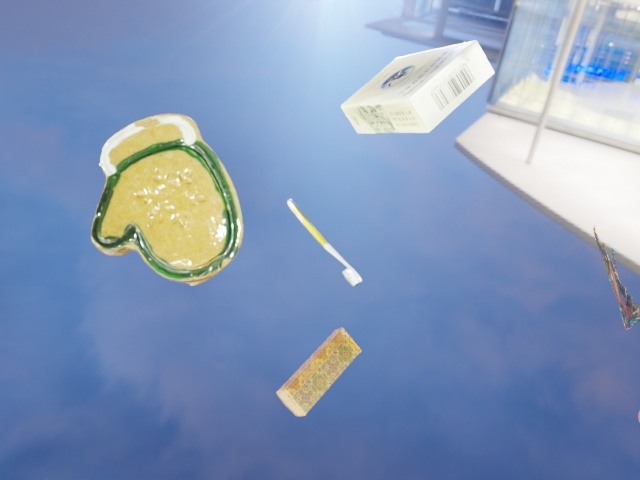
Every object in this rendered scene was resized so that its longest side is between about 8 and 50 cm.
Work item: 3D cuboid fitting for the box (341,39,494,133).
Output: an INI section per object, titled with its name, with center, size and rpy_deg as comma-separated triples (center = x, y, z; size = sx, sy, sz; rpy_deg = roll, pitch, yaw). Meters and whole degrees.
[box]
center = 0.163, -0.266, 1.117
size = 0.164, 0.069, 0.256
rpy_deg = -42, -158, -12

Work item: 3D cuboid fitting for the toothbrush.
[toothbrush]
center = 0.000, 0.000, 1.383
size = 0.024, 0.021, 0.288
rpy_deg = -30, -126, -15

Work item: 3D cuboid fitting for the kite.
[kite]
center = 0.640, 0.103, 1.335
size = 0.016, 0.234, 0.321
rpy_deg = -17, -150, 17

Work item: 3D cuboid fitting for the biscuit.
[biscuit]
center = -0.310, -0.071, 1.205
size = 0.287, 0.057, 0.344
rpy_deg = -25, -98, -8

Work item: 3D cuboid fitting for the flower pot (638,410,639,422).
[flower pot]
center = 0.709, 0.326, 1.185
size = 0.190, 0.173, 0.191
rpy_deg = 12, -137, -12

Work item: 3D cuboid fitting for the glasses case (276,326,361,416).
[glasses case]
center = -0.002, 0.297, 1.427
size = 0.075, 0.049, 0.218
rpy_deg = 51, -126, -5
